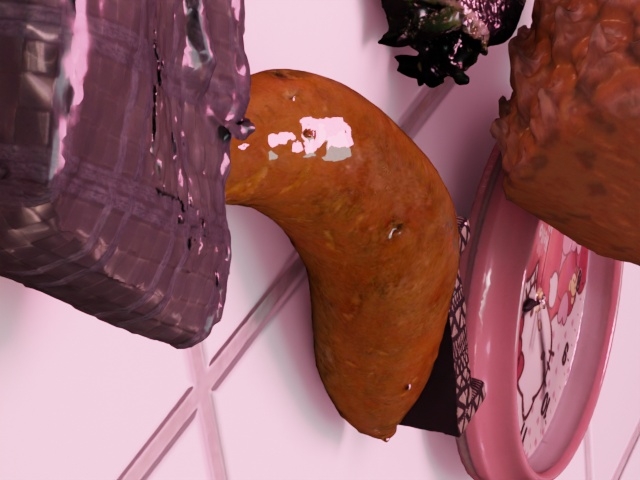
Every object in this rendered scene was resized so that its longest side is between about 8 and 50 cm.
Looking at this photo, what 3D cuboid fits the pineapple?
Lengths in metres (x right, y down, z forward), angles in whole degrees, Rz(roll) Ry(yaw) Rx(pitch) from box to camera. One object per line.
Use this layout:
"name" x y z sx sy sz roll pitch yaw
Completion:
"pineapple" 0.215 -0.153 0.999 0.202 0.202 0.362 58 42 -55

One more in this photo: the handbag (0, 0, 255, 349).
"handbag" -0.064 -0.100 0.586 0.175 0.088 0.270 8 89 -62

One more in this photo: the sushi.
"sushi" 0.063 -0.126 0.916 0.083 0.056 0.085 46 55 -61

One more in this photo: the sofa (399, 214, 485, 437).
"sofa" 0.048 0.041 0.930 0.039 0.060 0.118 -51 142 -43

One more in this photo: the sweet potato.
"sweet potato" 0.002 -0.007 0.792 0.108 0.079 0.346 -62 149 -13

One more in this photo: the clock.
"clock" 0.130 0.033 1.116 0.244 0.056 0.244 8 90 -67
